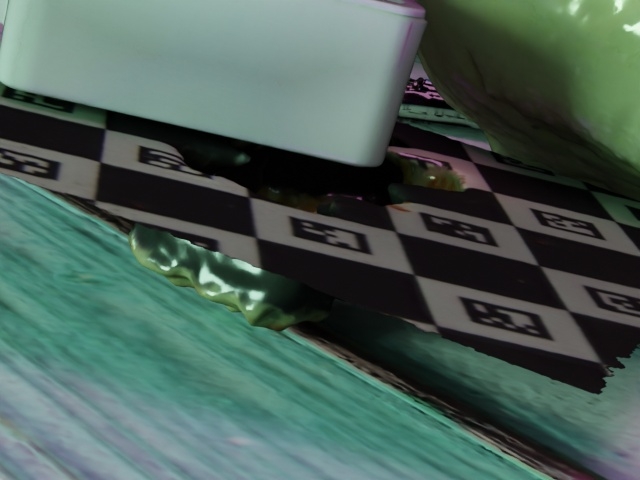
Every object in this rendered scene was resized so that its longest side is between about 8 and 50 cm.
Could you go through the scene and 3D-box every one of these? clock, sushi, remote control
[{"bbox_3d":[-0.051,-0.093,0.767,0.150,0.063,0.197,12,14,-11],"label":"clock"},{"bbox_3d":[0.000,0.000,0.696,0.264,0.050,0.290,20,14,17],"label":"sushi"},{"bbox_3d":[0.020,-0.091,1.142,0.212,0.028,0.059,11,14,7],"label":"remote control"}]

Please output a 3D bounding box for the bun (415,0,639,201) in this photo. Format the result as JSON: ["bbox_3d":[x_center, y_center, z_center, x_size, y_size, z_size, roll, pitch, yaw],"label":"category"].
[{"bbox_3d":[0.217,-0.109,0.874,0.361,0.213,0.361,-4,42,3],"label":"bun"}]
